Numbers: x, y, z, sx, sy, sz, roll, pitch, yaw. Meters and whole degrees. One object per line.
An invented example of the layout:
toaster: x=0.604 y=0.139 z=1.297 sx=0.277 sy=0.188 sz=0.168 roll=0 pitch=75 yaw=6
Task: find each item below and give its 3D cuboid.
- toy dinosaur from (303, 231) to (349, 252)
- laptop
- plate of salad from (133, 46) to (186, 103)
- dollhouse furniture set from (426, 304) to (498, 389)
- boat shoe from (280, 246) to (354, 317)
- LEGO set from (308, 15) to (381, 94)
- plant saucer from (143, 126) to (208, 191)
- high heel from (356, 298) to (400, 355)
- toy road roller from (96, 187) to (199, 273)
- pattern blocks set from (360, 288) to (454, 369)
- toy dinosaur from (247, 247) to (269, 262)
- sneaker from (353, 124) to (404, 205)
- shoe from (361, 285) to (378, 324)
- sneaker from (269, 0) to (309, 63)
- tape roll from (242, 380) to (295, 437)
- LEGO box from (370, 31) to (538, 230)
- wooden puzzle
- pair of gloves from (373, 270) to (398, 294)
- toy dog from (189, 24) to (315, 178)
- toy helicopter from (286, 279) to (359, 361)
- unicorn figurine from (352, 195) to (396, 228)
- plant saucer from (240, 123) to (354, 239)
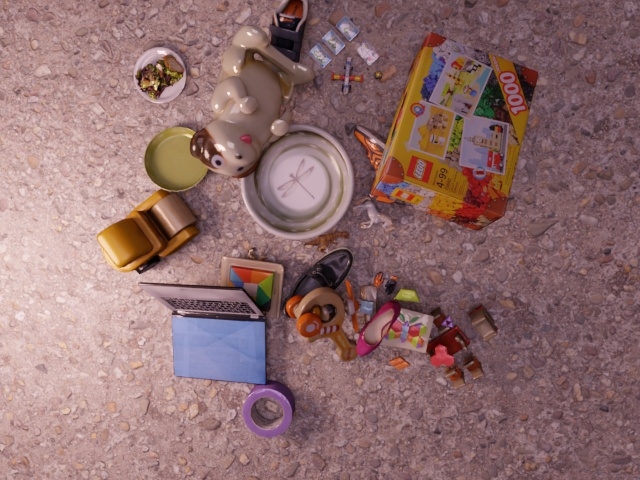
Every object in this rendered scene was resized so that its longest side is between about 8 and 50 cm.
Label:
toy dinosaur: x=0.000 y=0.000 z=1.631 sx=0.211 sy=0.112 sz=0.064 roll=-17 pitch=68 yaw=-29
laptop: x=-0.407 y=0.337 z=1.626 sx=0.381 sy=0.408 sz=0.237 roll=1 pitch=62 yaw=12
plate of salad: x=-0.586 y=-0.601 z=1.664 sx=0.199 sy=0.048 sz=0.200 roll=0 pitch=96 yaw=5
dollhouse furniture set: x=0.495 y=0.347 z=1.637 sx=0.259 sy=0.135 sz=0.262 roll=-37 pitch=91 yaw=18
boat shoe: x=-0.014 y=0.158 z=1.650 sx=0.340 sy=0.113 sz=0.127 roll=-38 pitch=91 yaw=7
LEGO set: x=0.099 y=-0.630 z=1.599 sx=0.182 sy=0.060 sz=0.244 roll=-41 pitch=91 yaw=11
plant saucer: x=-0.518 y=-0.292 z=1.672 sx=0.240 sy=0.037 sz=0.241 roll=0 pitch=83 yaw=0
high heel: x=0.188 y=0.303 z=1.536 sx=0.082 sy=0.117 sz=0.244 roll=41 pitch=105 yaw=10
toy road roller: x=-0.623 y=-0.020 z=1.623 sx=0.329 sy=0.240 sz=0.203 roll=-36 pitch=92 yaw=7
pattern blocks set: x=0.293 y=0.309 z=1.586 sx=0.324 sy=0.026 sz=0.286 roll=-3 pitch=95 yaw=14
toy dinosaur: x=-0.251 y=0.076 z=1.694 sx=0.182 sy=0.053 sz=0.093 roll=0 pitch=97 yaw=5
sneaker: x=0.201 y=-0.246 z=1.592 sx=0.321 sy=0.124 sz=0.180 roll=46 pitch=114 yaw=14
shoe: x=0.190 y=0.270 z=1.662 sx=0.058 sy=0.076 sz=0.219 roll=-8 pitch=93 yaw=11
sneaker: x=-0.119 y=-0.695 z=1.578 sx=0.126 sy=0.127 sz=0.322 roll=13 pitch=98 yaw=3
tape roll: x=-0.193 y=0.632 z=1.727 sx=0.188 sy=0.080 sz=0.189 roll=0 pitch=95 yaw=4
LEGO box: x=0.417 y=-0.334 z=1.439 sx=0.371 sy=0.193 sz=0.501 roll=19 pitch=76 yaw=-2
wooden puzzle: x=-0.258 y=0.177 z=1.687 sx=0.238 sy=0.044 sz=0.221 roll=9 pitch=109 yaw=5
pair of gloves: x=0.236 y=0.155 z=1.681 sx=0.083 sy=0.010 sz=0.074 roll=19 pitch=95 yaw=0
toy dog: x=-0.264 y=-0.408 z=1.472 sx=0.395 sy=0.284 sz=0.409 roll=7 pitch=75 yaw=40
toy helicopter: x=0.056 y=0.295 z=1.613 sx=0.234 sy=0.140 sz=0.355 roll=-34 pitch=124 yaw=-5
unicorn figurine: x=0.186 y=-0.087 z=1.637 sx=0.111 sy=0.060 sz=0.162 roll=-28 pitch=93 yaw=7
plant saucer: x=-0.077 y=-0.205 z=1.630 sx=0.399 sy=0.100 sz=0.402 roll=1 pitch=95 yaw=6
